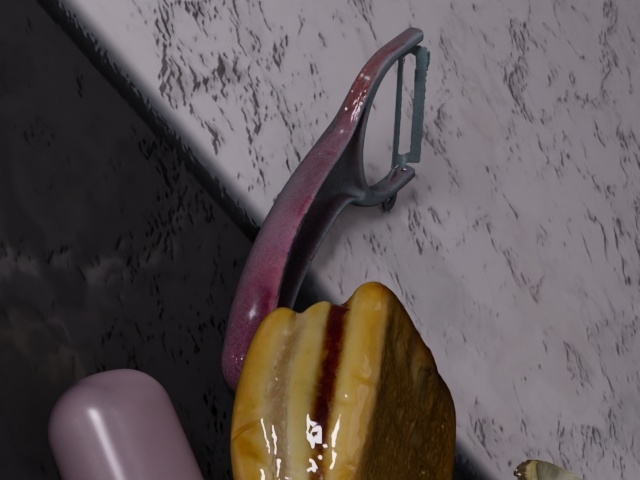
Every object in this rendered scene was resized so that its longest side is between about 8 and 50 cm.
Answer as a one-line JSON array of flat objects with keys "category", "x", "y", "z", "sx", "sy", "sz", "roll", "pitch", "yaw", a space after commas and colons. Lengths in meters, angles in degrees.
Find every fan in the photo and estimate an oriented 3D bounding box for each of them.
[{"category": "fan", "x": -0.052, "y": 0.170, "z": 0.764, "sx": 0.130, "sy": 0.074, "sz": 0.244, "roll": -9, "pitch": 73, "yaw": -59}]

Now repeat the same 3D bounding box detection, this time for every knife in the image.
[{"category": "knife", "x": -0.002, "y": 0.000, "z": 0.982, "sx": 0.278, "sy": 0.053, "sz": 0.123, "roll": -60, "pitch": 153, "yaw": -48}]

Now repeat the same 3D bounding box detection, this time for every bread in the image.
[{"category": "bread", "x": 0.017, "y": 0.102, "z": 0.861, "sx": 0.200, "sy": 0.077, "sz": 0.116, "roll": 58, "pitch": 32, "yaw": -62}]

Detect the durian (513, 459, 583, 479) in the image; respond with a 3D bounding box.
[{"category": "durian", "x": 0.151, "y": 0.187, "z": 1.065, "sx": 0.140, "sy": 0.071, "sz": 0.110, "roll": 4, "pitch": 60, "yaw": -39}]
